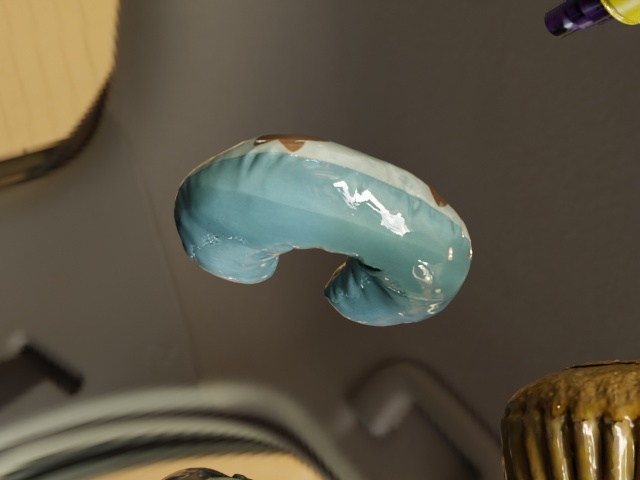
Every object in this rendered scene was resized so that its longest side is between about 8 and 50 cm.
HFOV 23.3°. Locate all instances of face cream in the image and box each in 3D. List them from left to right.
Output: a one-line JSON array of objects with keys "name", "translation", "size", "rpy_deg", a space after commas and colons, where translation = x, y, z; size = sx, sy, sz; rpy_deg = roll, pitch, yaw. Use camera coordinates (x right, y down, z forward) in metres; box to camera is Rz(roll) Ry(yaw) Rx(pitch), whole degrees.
[{"name": "face cream", "translation": [0.301, -0.242, 1.348], "size": [0.273, 0.078, 0.078], "rpy_deg": [-25, -99, 49]}]

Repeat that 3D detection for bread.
[{"name": "bread", "translation": [0.230, 0.161, 1.028], "size": [0.240, 0.240, 0.139], "rpy_deg": [122, -14, -70]}]

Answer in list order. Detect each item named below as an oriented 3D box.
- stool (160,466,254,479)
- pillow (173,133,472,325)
[{"name": "stool", "translation": [-0.015, 0.231, 0.852], "size": [0.139, 0.153, 0.228], "rpy_deg": [-60, -138, 34]}, {"name": "pillow", "translation": [0.000, 0.000, 1.195], "size": [0.214, 0.233, 0.086], "rpy_deg": [128, -26, -57]}]
